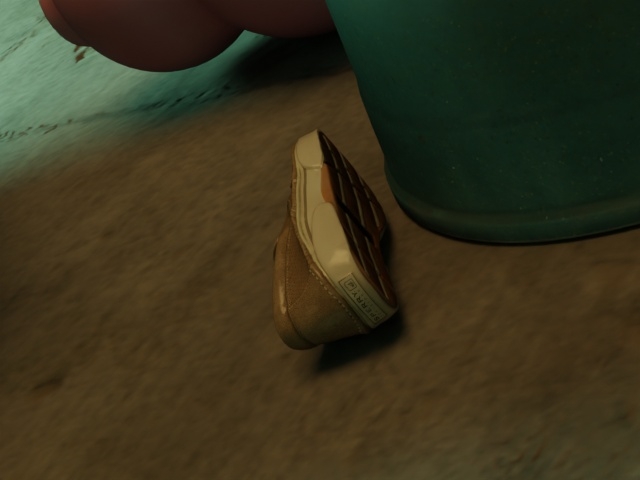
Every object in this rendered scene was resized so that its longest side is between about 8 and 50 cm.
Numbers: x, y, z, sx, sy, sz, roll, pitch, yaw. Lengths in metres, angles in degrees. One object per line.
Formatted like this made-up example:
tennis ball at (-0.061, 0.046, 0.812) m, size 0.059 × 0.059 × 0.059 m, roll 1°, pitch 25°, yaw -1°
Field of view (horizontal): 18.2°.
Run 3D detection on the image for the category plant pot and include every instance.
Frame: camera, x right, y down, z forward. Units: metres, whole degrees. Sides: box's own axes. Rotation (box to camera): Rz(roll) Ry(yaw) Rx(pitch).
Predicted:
plant pot at (0.097, -0.179, 0.779) m, size 0.271 × 0.255 × 0.272 m, roll -23°, pitch 24°, yaw 11°

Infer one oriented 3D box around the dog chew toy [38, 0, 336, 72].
dog chew toy at (-0.009, -0.200, 1.028) m, size 0.332 × 0.206 × 0.206 m, roll -30°, pitch 21°, yaw 22°

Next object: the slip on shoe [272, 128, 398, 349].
slip on shoe at (0.000, 0.000, 0.783) m, size 0.041 × 0.051 × 0.135 m, roll -35°, pitch 27°, yaw 13°
